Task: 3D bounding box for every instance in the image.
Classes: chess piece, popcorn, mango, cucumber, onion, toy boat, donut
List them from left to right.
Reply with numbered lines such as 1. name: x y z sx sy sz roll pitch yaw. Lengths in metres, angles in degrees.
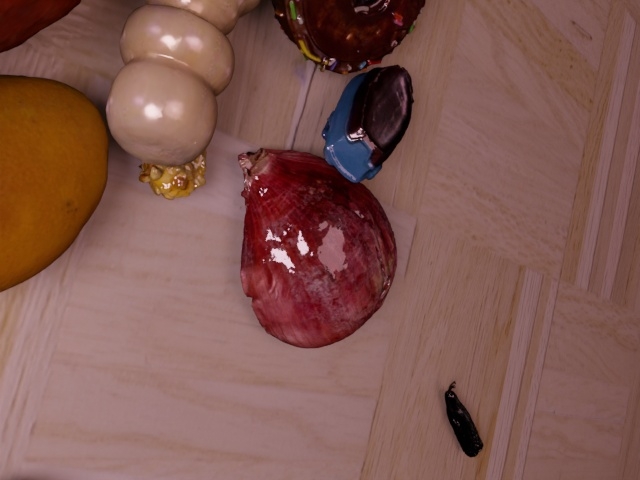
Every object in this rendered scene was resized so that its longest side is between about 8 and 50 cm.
1. mango: -0.279 -0.041 0.480 0.255 0.139 0.175 -18 109 -46
2. popcorn: -0.157 -0.086 0.640 0.083 0.057 0.082 31 72 -36
3. chess piece: -0.133 -0.199 0.579 0.143 0.143 0.260 25 72 -41
4. onion: 0.000 0.000 0.750 0.283 0.120 0.227 54 55 -31
5. donut: 0.035 -0.319 0.735 0.235 0.089 0.235 -25 133 -30
6. toy boat: 0.058 -0.155 0.793 0.100 0.097 0.223 48 41 -21
7. cucumber: 0.239 0.308 1.045 0.163 0.043 0.039 61 30 -26

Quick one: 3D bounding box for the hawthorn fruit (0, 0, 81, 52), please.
1. hawthorn fruit: -0.274 -0.234 0.392 0.307 0.265 0.265 -25 117 -82
